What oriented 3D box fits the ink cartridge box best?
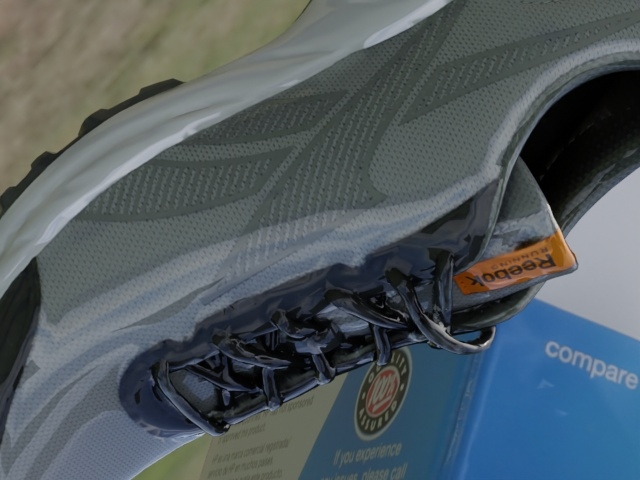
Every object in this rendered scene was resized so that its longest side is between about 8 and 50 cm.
[{"bbox_3d":[0.105,-0.029,0.811,0.285,0.166,0.394,-26,-135,66],"label":"ink cartridge box"}]

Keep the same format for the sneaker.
[{"bbox_3d":[0.000,0.000,0.522,0.271,0.108,0.100,-40,148,-2],"label":"sneaker"}]
